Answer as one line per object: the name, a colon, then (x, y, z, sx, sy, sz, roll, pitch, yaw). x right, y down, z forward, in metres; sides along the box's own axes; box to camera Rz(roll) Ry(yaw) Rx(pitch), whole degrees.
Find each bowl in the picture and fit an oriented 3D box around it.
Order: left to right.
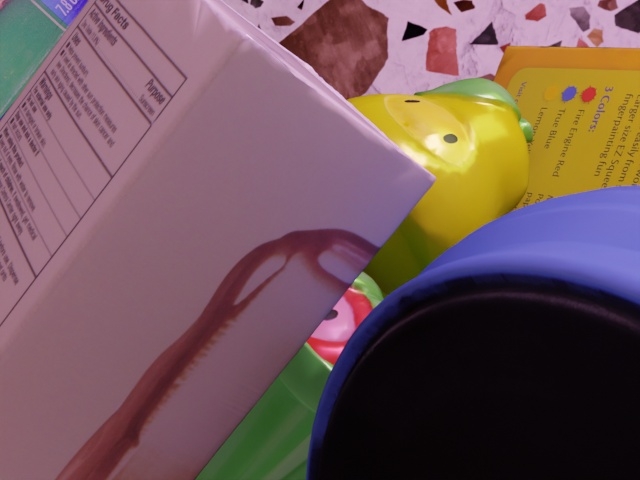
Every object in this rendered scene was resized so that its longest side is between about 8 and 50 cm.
bowl: (0.128, 0.176, 0.453, 0.077, 0.391, 0.391, -16, 46, -34)

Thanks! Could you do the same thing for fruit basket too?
fruit basket: (0.000, 0.000, 0.903, 0.392, 0.392, 0.283, 46, 13, 35)

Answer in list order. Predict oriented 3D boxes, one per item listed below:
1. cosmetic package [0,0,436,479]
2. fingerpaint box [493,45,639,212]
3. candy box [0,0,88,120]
cosmetic package: (-0.107, 0.027, 0.547, 0.129, 0.296, 0.153, 32, 12, -37)
fingerpaint box: (0.250, 0.077, 0.936, 0.163, 0.445, 0.371, 29, -10, -37)
candy box: (-0.294, -0.158, 0.797, 0.317, 0.268, 0.122, 42, 5, 20)
